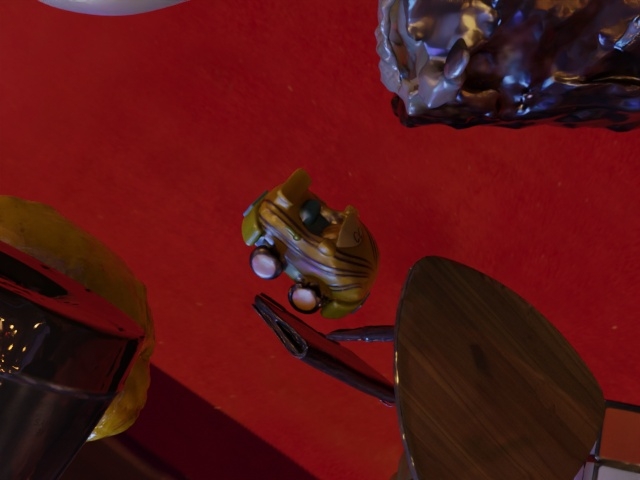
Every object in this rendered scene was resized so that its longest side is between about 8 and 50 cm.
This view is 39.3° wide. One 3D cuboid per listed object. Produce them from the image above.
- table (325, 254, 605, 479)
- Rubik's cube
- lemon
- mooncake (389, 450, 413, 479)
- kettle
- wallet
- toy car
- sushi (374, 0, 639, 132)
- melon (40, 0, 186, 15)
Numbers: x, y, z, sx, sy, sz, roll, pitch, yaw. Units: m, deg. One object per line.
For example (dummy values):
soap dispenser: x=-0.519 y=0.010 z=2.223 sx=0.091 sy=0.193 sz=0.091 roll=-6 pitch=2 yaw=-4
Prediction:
table: x=0.125 y=0.226 z=1.090 sx=0.318 sy=0.249 sz=0.317 roll=14 pitch=62 yaw=-28
Rubik's cube: x=0.471 y=0.338 z=1.319 sx=0.167 sy=0.183 sz=0.180 roll=10 pitch=81 yaw=9
lemon: x=-0.335 y=0.089 z=0.951 sx=0.316 sy=0.285 sz=0.285 roll=11 pitch=85 yaw=20
mooncake: x=0.193 y=0.469 z=1.340 sx=0.188 sy=0.351 sz=0.351 roll=22 pitch=87 yaw=-13
kettle: x=-0.258 y=0.129 z=0.526 sx=0.207 sy=0.251 sz=0.271 roll=29 pitch=88 yaw=-7
wallet: x=0.007 y=0.189 z=1.522 sx=0.045 sy=0.318 sz=0.172 roll=-52 pitch=51 yaw=1
toy car: x=0.000 y=0.000 z=1.457 sx=0.248 sy=0.200 sz=0.142 roll=41 pitch=127 yaw=-5
sushi: x=0.177 y=-0.223 z=0.638 sx=0.295 sy=0.281 sz=0.299 roll=-2 pitch=99 yaw=-4
melon: x=-0.204 y=-0.357 z=0.962 sx=0.317 sy=0.223 sz=0.222 roll=-11 pitch=80 yaw=12
